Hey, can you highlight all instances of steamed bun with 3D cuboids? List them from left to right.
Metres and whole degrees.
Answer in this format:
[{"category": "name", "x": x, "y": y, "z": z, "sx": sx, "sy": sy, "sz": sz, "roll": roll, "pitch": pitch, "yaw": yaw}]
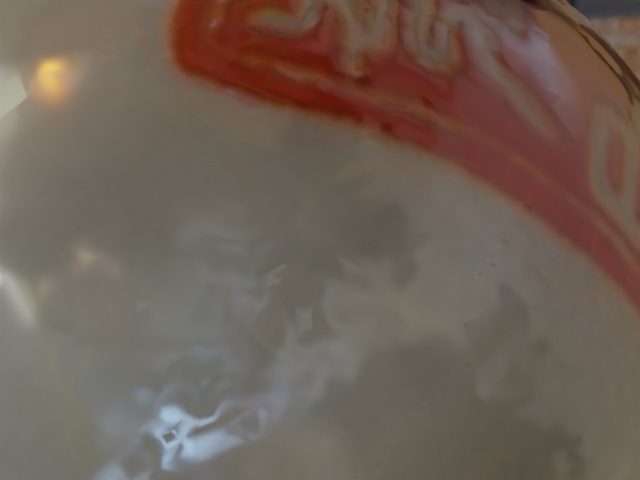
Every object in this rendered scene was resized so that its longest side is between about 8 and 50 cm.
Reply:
[{"category": "steamed bun", "x": 0.000, "y": 0.000, "z": 0.533, "sx": 0.241, "sy": 0.374, "sz": 0.374, "roll": -51, "pitch": 8, "yaw": 15}]
